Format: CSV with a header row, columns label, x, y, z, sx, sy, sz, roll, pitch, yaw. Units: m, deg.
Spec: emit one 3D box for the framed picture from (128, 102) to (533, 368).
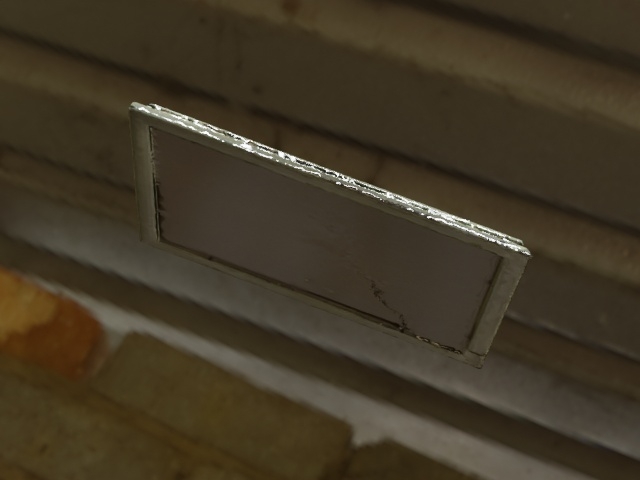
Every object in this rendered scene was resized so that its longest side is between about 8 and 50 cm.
label,x,y,z,sx,sy,sz,roll,pitch,yaw
framed picture,0.000,0.000,1.192,0.293,0.018,0.231,21,-24,5
